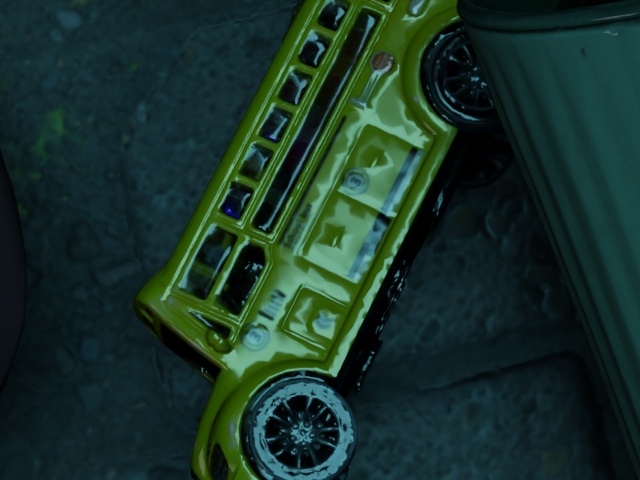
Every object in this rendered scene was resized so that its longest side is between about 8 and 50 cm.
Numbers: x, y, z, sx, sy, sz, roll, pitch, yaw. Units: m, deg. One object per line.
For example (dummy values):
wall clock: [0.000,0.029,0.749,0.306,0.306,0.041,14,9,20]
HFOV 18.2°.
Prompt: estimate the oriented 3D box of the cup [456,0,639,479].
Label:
cup: [0.305,-0.025,1.041,0.401,0.310,0.392,-24,107,-19]

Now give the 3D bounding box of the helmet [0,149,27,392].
helmet: [-0.287,0.001,1.046,0.271,0.197,0.338,-23,117,-12]

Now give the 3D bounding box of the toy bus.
toy bus: [0.000,0.000,1.139,0.151,0.145,0.331,26,78,5]
